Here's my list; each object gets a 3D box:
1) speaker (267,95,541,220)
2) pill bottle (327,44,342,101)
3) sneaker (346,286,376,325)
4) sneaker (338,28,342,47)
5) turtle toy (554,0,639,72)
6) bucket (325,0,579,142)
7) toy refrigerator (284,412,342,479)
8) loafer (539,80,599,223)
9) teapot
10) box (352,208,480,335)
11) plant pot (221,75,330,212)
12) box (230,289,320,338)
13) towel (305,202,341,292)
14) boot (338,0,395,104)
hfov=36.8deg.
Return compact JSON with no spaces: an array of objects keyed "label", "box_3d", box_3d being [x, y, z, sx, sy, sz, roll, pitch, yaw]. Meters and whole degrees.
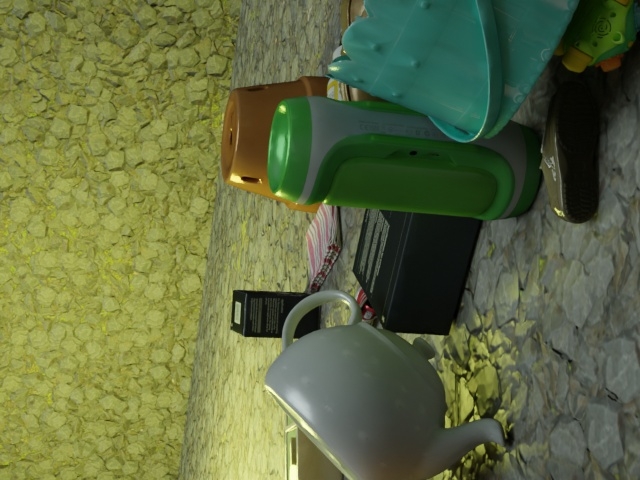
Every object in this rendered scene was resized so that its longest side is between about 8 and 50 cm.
[{"label":"speaker","box_3d":[0.095,-0.093,1.103,0.131,0.297,0.131,-176,90,-75]},{"label":"pill bottle","box_3d":[0.070,-0.212,1.576,0.119,0.119,0.208,135,137,-68]},{"label":"sneaker","box_3d":[0.073,0.138,1.609,0.067,0.042,0.118,-145,63,-76]},{"label":"sneaker","box_3d":[0.091,-0.406,1.684,0.097,0.084,0.234,-58,-19,-68]},{"label":"turtle toy","box_3d":[0.269,-0.212,0.935,0.095,0.066,0.130,-60,22,22]},{"label":"bucket","box_3d":[0.140,-0.245,0.971,0.281,0.183,0.281,-155,90,-87]},{"label":"toy refrigerator","box_3d":[-0.019,0.376,1.780,0.102,0.094,0.269,129,143,-65]},{"label":"loafer","box_3d":[0.251,-0.090,0.989,0.050,0.056,0.147,168,106,-68]},{"label":"teapot","box_3d":[0.064,0.189,1.201,0.187,0.256,0.252,-44,7,-11]},{"label":"box","box_3d":[0.134,-0.028,1.317,0.184,0.103,0.261,-112,30,-63]},{"label":"plant pot","box_3d":[-0.094,-0.208,2.022,0.291,0.204,0.290,-176,90,-75]},{"label":"box","box_3d":[-0.096,0.153,2.007,0.156,0.158,0.093,-179,93,-75]},{"label":"towel","box_3d":[0.000,0.000,1.946,0.197,0.029,0.144,117,154,-55]},{"label":"boot","box_3d":[0.132,-0.272,1.325,0.270,0.089,0.236,-3,97,55]}]
